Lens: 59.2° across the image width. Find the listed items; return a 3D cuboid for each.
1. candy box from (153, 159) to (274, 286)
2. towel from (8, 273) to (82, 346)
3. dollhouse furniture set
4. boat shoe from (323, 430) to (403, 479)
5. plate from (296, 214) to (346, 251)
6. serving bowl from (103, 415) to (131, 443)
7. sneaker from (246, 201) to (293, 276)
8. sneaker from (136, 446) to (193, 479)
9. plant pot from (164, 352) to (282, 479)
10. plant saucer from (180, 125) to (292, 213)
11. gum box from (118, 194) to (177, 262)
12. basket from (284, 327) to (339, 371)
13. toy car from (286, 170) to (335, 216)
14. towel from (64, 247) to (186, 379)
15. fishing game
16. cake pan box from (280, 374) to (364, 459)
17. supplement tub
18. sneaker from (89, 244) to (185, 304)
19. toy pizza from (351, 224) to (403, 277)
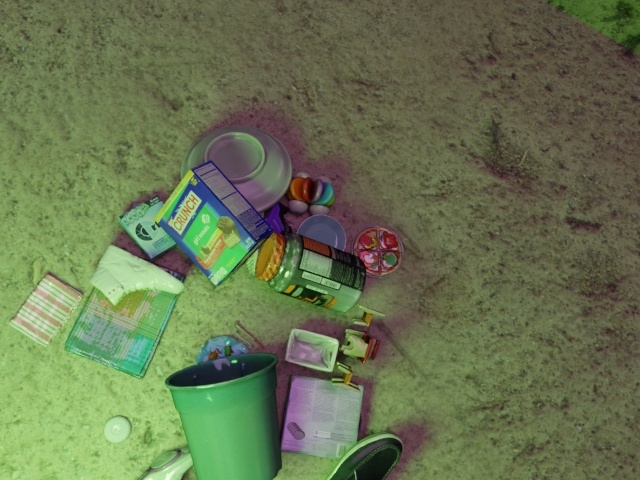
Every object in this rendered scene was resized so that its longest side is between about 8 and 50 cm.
[{"bbox_3d":[-0.354,-0.054,1.852,0.317,0.268,0.122,48,35,3],"label":"candy box"},{"bbox_3d":[-0.883,0.223,1.816,0.144,0.029,0.197,31,71,0],"label":"towel"},{"bbox_3d":[0.141,0.351,1.851,0.135,0.259,0.262,19,86,0],"label":"dollhouse furniture set"},{"bbox_3d":[0.081,0.798,1.743,0.500,0.156,0.187,-37,118,-15],"label":"boat shoe"},{"bbox_3d":[0.000,0.000,2.040,0.188,0.024,0.188,0,90,-13],"label":"plate"},{"bbox_3d":[-0.635,0.590,1.760,0.083,0.027,0.083,3,74,-11],"label":"serving bowl"},{"bbox_3d":[-0.169,-0.007,1.984,0.146,0.102,0.294,14,72,-17],"label":"sneaker"},{"bbox_3d":[-0.487,0.758,1.716,0.305,0.114,0.152,-37,104,-19],"label":"sneaker"},{"bbox_3d":[-0.265,0.545,1.687,0.341,0.341,0.334,-10,91,-14],"label":"plant pot"},{"bbox_3d":[-0.297,-0.272,1.987,0.400,0.101,0.401,1,60,-2],"label":"plant saucer"},{"bbox_3d":[-0.571,-0.042,1.934,0.157,0.041,0.184,-37,85,-29],"label":"gum box"},{"bbox_3d":[-0.035,0.373,1.901,0.167,0.103,0.113,15,72,-6],"label":"basket"},{"bbox_3d":[-0.030,-0.176,2.041,0.181,0.136,0.159,11,72,-10],"label":"toy car"},{"bbox_3d":[-0.636,0.234,1.857,0.271,0.040,0.370,22,71,-5],"label":"towel"},{"bbox_3d":[-0.321,0.406,1.869,0.189,0.041,0.264,41,71,0],"label":"fishing game"},{"bbox_3d":[0.008,0.587,1.868,0.266,0.070,0.246,10,75,-8],"label":"cake pan box"},{"bbox_3d":[-0.034,0.102,1.886,0.337,0.207,0.207,21,70,-21],"label":"supplement tub"},{"bbox_3d":[-0.598,0.148,1.825,0.292,0.108,0.169,24,70,7],"label":"sneaker"},{"bbox_3d":[0.214,0.038,2.084,0.201,0.032,0.201,3,74,-10],"label":"toy pizza"}]
